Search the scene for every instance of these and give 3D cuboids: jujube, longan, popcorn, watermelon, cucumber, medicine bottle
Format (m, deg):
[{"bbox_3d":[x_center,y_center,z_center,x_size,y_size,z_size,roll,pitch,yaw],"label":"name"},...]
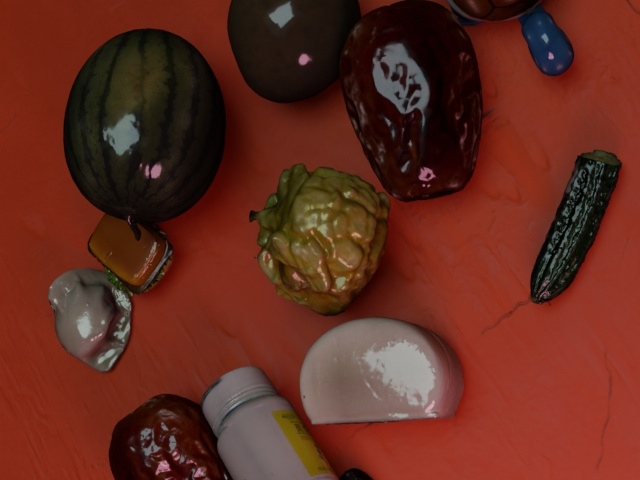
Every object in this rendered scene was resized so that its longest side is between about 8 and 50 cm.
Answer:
[{"bbox_3d":[-0.233,0.380,1.926,0.190,0.190,0.255,-44,74,8],"label":"jujube"},{"bbox_3d":[-0.051,-0.356,1.981,0.248,0.248,0.248,-5,78,21],"label":"longan"},{"bbox_3d":[-0.005,-0.008,1.870,0.225,0.249,0.249,25,89,-6],"label":"popcorn"},{"bbox_3d":[0.149,-0.225,1.879,0.223,0.223,0.318,-12,86,19],"label":"jujube"},{"bbox_3d":[-0.301,-0.184,2.005,0.278,0.279,0.360,-2,66,22],"label":"watermelon"},{"bbox_3d":[0.394,-0.021,1.809,0.077,0.077,0.265,21,90,24],"label":"cucumber"},{"bbox_3d":[-0.082,0.331,1.838,0.143,0.143,0.258,-43,55,9],"label":"medicine bottle"}]

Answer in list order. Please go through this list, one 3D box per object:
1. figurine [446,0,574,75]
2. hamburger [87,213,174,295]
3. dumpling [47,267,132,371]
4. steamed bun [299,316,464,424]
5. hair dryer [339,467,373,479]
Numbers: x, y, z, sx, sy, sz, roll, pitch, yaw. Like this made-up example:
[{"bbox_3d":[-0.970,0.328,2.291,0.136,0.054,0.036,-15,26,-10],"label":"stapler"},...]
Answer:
[{"bbox_3d":[0.263,-0.451,1.853,0.297,0.243,0.416,-29,110,19],"label":"figurine"},{"bbox_3d":[-0.337,0.018,2.085,0.166,0.087,0.137,40,96,25],"label":"hamburger"},{"bbox_3d":[-0.408,0.136,2.094,0.150,0.092,0.176,-32,63,-2],"label":"dumpling"},{"bbox_3d":[0.096,0.205,1.839,0.241,0.146,0.164,-7,79,21],"label":"steamed bun"},{"bbox_3d":[-0.015,0.372,1.906,0.114,0.070,0.248,-51,58,6],"label":"hair dryer"}]
